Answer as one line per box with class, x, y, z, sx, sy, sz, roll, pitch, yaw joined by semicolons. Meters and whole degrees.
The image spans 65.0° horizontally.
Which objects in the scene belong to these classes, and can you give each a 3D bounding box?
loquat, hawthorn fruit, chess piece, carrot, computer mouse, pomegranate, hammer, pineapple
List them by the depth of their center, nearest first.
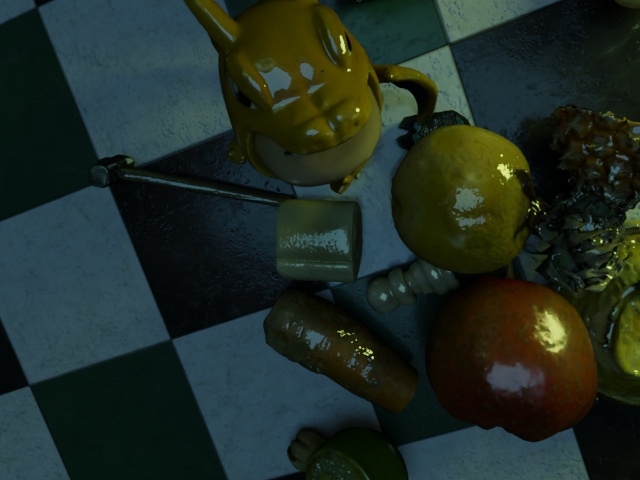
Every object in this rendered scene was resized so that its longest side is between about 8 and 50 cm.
loquat;0.233;-0.061;0.795;0.244;0.244;0.243;1;99;7
pineapple;0.437;-0.046;0.801;0.263;0.262;0.271;23;104;3
hawthorn fruit;0.312;0.166;0.832;0.277;0.277;0.297;3;84;7
computer mouse;0.205;-0.189;0.898;0.135;0.047;0.079;6;88;18
chess piece;0.166;0.082;0.926;0.171;0.094;0.094;-30;94;15
carrot;0.038;0.200;0.941;0.302;0.138;0.138;29;101;-5
hammer;-0.237;-0.103;0.952;0.366;0.111;0.043;11;109;-2
pomegranate;0.060;0.452;0.969;0.241;0.159;0.189;-19;87;37

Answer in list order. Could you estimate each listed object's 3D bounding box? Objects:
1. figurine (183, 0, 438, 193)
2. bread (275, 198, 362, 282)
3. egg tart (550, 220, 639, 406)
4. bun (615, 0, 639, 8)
figurine;-0.047;-0.224;0.760;0.401;0.387;0.268;28;87;8
bread;0.000;0.000;0.909;0.141;0.134;0.148;3;87;11
egg tart;0.570;0.141;0.862;0.346;0.132;0.345;1;100;5
bun;0.527;-0.456;0.782;0.173;0.113;0.166;-23;90;33
